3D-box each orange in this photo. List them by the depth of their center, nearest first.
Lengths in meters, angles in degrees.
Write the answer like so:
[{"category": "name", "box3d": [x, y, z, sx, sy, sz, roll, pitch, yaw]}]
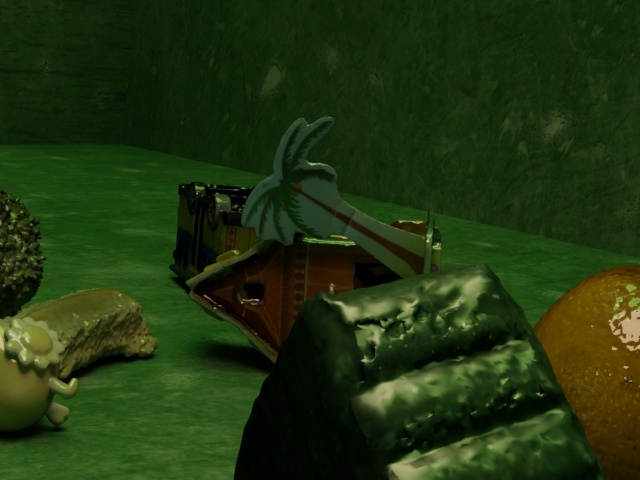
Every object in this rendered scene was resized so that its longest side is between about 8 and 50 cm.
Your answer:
[{"category": "orange", "box3d": [0.304, 0.158, 1.276, 0.274, 0.274, 0.274, 6, 9, -1]}]

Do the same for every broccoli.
[{"category": "broccoli", "box3d": [-0.495, 0.011, 1.746, 0.288, 0.260, 0.235, 49, -12, -9]}]

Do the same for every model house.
[{"category": "model house", "box3d": [0.000, 0.000, 1.837, 0.323, 0.340, 0.300, 3, 8, 4]}]

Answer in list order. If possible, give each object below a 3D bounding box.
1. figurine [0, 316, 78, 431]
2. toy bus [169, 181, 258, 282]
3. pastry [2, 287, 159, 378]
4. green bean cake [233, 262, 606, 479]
[{"category": "figurine", "box3d": [-0.444, 0.111, 1.422, 0.394, 0.226, 0.274, 22, 48, -1]}, {"category": "toy bus", "box3d": [-0.136, 0.004, 2.186, 0.138, 0.175, 0.287, 2, 10, -21]}, {"category": "pastry", "box3d": [-0.298, 0.116, 1.706, 0.121, 0.089, 0.258, 24, 19, 24]}, {"category": "green bean cake", "box3d": [0.073, 0.206, 0.941, 0.169, 0.300, 0.308, -12, -25, -23]}]
